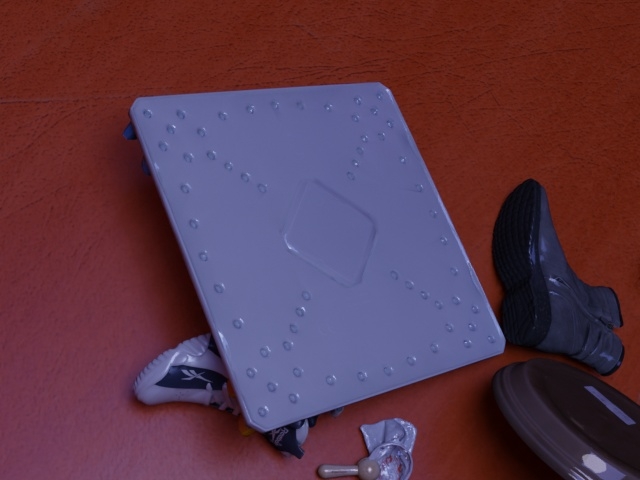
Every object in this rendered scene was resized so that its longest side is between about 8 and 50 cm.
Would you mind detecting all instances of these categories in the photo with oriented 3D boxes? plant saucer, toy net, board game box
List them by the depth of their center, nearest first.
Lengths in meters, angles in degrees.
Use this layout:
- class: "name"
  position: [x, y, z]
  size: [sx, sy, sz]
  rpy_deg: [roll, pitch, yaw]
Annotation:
- class: "toy net"
  position: [0.044, 0.295, 1.129]
  size: [0.232, 0.045, 0.122]
  rpy_deg: [-40, 83, -25]
- class: "plant saucer"
  position: [0.323, 0.221, 1.133]
  size: [0.278, 0.278, 0.041]
  rpy_deg: [29, 108, -2]
- class: "board game box"
  position: [0.000, 0.000, 1.168]
  size: [0.390, 0.050, 0.390]
  rpy_deg: [-11, 71, -39]

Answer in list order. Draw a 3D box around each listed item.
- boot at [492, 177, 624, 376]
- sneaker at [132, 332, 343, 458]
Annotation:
- class: "boot"
  position: [0.312, 0.050, 1.289]
  size: [0.161, 0.083, 0.246]
  rpy_deg: [19, 56, -24]
- class: "sneaker"
  position: [-0.079, 0.182, 1.114]
  size: [0.235, 0.094, 0.153]
  rpy_deg: [-10, 63, -29]
